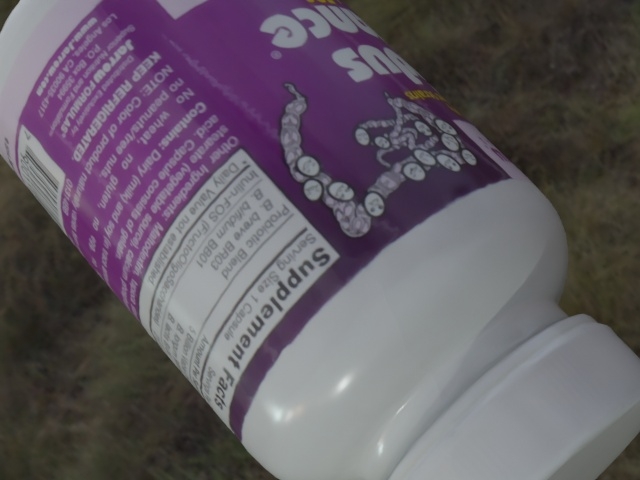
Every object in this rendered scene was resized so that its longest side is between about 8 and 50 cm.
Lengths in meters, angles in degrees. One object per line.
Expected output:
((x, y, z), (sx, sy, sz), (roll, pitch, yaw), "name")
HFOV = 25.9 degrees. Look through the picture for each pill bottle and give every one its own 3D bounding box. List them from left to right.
((0.000, 0.000, 0.612), (0.169, 0.169, 0.301), (-43, 70, 0), "pill bottle")
